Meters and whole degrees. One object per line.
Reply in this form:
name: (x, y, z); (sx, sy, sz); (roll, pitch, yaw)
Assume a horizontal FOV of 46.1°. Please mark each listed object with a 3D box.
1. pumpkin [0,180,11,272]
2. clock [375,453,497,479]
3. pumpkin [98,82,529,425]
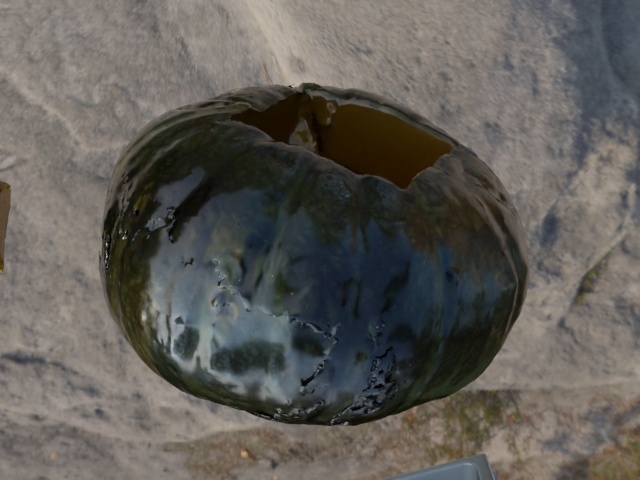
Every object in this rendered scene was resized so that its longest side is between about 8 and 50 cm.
pumpkin: (-0.288, -0.013, 0.594); (0.083, 0.054, 0.074); (4, 75, -8)
clock: (0.108, 0.355, 0.842); (0.231, 0.262, 0.116); (-12, 109, 5)
pumpkin: (0.000, 0.000, 0.566); (0.321, 0.320, 0.192); (11, 121, -12)
